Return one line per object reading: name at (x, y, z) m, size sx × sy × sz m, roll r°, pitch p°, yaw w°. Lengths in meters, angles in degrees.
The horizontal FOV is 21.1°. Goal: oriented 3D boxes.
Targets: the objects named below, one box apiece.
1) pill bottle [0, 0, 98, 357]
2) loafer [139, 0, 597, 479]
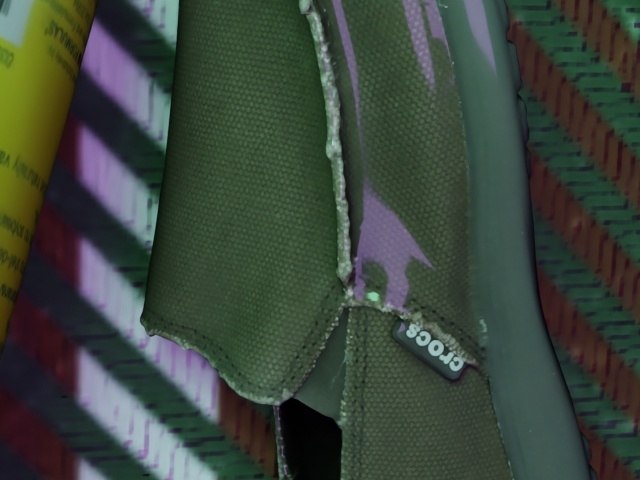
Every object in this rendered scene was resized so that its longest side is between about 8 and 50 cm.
pill bottle at (-0.182, 0.016, 0.480) m, size 0.188 × 0.188 × 0.334 m, roll 17°, pitch 82°, yaw -17°
loafer at (0.000, 0.000, 0.584) m, size 0.130 × 0.134 × 0.366 m, roll -20°, pitch 103°, yaw -11°
